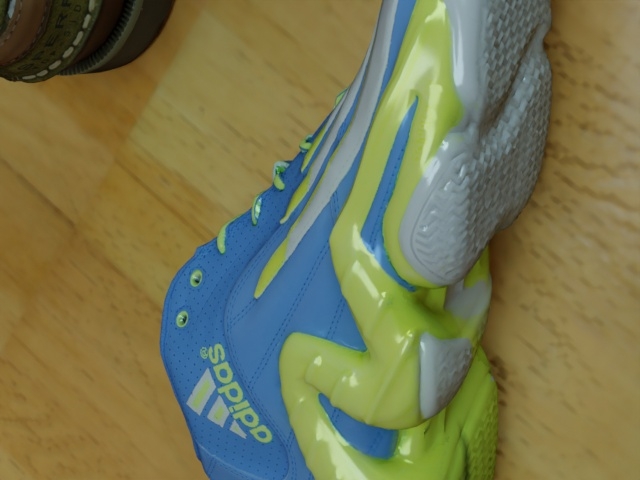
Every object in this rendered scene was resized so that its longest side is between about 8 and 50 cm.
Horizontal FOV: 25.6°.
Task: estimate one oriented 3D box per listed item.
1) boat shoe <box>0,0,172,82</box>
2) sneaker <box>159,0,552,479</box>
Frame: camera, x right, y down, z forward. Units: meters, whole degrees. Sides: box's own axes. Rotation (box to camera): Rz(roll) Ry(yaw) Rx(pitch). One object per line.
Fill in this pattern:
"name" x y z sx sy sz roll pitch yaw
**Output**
"boat shoe" -0.198 -0.159 0.524 0.307 0.104 0.110 29 112 19
"sneaker" 0.000 0.000 0.466 0.126 0.091 0.240 14 108 25
